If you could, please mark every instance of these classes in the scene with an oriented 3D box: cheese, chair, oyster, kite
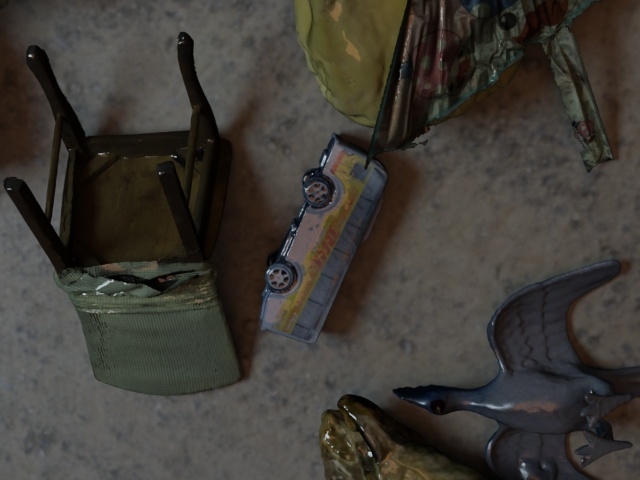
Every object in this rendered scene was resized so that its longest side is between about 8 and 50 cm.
[{"bbox_3d":[0.083,-0.209,0.882,0.214,0.117,0.225,-16,112,-12],"label":"cheese"},{"bbox_3d":[-0.159,-0.012,0.949,0.160,0.319,0.186,-4,55,4],"label":"chair"},{"bbox_3d":[0.127,0.276,0.973,0.337,0.197,0.133,36,67,10],"label":"oyster"},{"bbox_3d":[0.177,-0.202,0.860,0.406,0.014,0.368,-36,123,-12],"label":"kite"}]

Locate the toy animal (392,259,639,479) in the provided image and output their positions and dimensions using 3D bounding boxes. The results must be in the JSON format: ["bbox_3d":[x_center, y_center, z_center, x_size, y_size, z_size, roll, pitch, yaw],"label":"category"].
[{"bbox_3d":[0.208,0.135,0.970,0.256,0.176,0.239,-4,106,-29],"label":"toy animal"}]

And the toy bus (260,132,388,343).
[{"bbox_3d":[0.000,0.000,0.968,0.075,0.064,0.190,24,101,-6],"label":"toy bus"}]

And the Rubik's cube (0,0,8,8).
[{"bbox_3d":[-0.429,-0.382,0.750,0.347,0.344,0.346,2,78,5],"label":"Rubik's cube"}]
